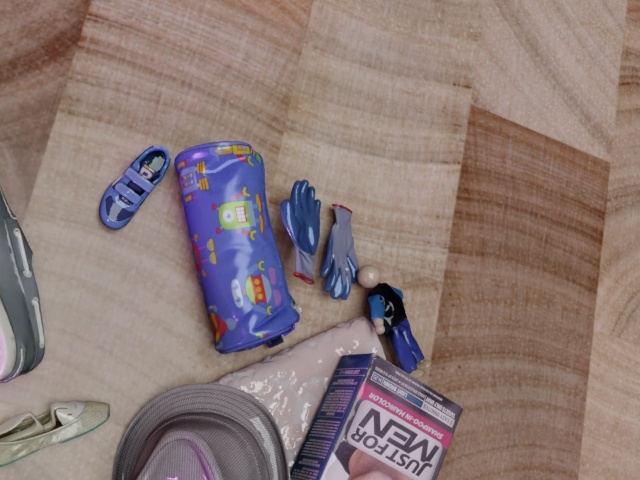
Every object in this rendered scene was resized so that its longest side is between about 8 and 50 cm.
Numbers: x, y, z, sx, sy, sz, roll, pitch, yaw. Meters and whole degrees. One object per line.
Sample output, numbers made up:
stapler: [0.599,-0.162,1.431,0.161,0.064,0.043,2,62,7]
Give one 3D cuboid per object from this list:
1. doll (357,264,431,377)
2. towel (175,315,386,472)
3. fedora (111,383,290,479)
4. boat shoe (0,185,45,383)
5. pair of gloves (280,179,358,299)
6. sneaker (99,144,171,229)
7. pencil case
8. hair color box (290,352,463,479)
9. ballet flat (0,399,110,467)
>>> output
doll: [0.111,0.124,1.264,0.129,0.046,0.189,-29,95,-60]
towel: [-0.013,0.313,1.183,0.331,0.053,0.317,-21,90,-28]
fedora: [-0.164,0.323,1.018,0.243,0.124,0.276,7,84,7]
boat shoe: [-0.426,0.025,1.033,0.099,0.116,0.320,11,62,-68]
pair of gloves: [0.000,0.000,1.219,0.198,0.023,0.159,27,58,-51]
sneaker: [-0.260,-0.080,1.133,0.053,0.059,0.144,37,68,-17]
pencil case: [-0.116,0.009,1.150,0.133,0.119,0.306,-13,86,-10]
hair color box: [0.051,0.350,1.119,0.173,0.105,0.347,32,69,-17]
ballet flat: [-0.350,0.236,1.029,0.168,0.057,0.052,-22,119,-27]
